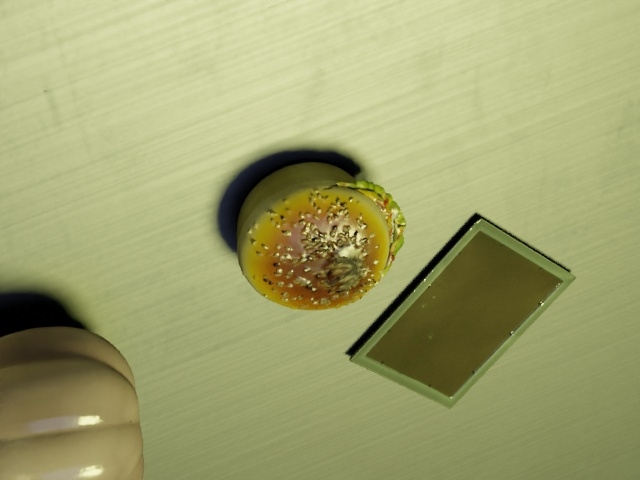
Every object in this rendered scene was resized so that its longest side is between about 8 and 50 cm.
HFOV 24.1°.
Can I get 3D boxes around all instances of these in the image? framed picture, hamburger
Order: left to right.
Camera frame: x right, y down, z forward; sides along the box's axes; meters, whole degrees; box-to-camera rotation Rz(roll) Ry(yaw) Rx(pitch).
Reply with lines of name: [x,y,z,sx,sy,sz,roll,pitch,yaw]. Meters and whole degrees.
hamburger: [0.000,0.000,1.239,0.141,0.081,0.126,5,124,-24]
framed picture: [0.133,0.070,1.395,0.142,0.011,0.183,28,112,-36]

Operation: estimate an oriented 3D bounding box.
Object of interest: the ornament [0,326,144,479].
ornament: [-0.227,0.158,1.213,0.177,0.177,0.177,-11,129,-14]
